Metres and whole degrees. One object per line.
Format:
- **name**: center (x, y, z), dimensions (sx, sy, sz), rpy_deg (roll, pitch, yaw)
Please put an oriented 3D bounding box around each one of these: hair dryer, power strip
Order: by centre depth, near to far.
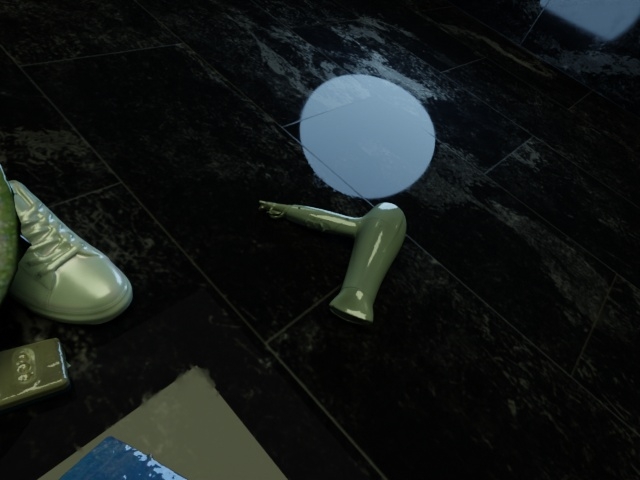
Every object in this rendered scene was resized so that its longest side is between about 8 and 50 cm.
- **power strip**: center (-0.313, 0.138, 0.385), dimensions (0.123, 0.032, 0.056), rpy_deg (-13, 58, -30)
- **hair dryer**: center (0.000, 0.000, 0.614), dimensions (0.237, 0.075, 0.206), rpy_deg (23, 53, 9)

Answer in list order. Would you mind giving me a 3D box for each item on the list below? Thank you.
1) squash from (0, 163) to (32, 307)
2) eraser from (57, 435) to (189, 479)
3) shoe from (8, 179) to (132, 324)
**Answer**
- **squash**: center (-0.470, -0.009, 0.289), dimensions (0.309, 0.310, 0.310), rpy_deg (-4, 43, 22)
- **eraser**: center (-0.082, 0.278, 0.299), dimensions (0.312, 0.042, 0.144), rpy_deg (26, 15, 5)
- **shoe**: center (-0.336, -0.004, 0.447), dimensions (0.265, 0.110, 0.095), rpy_deg (27, 46, 6)
